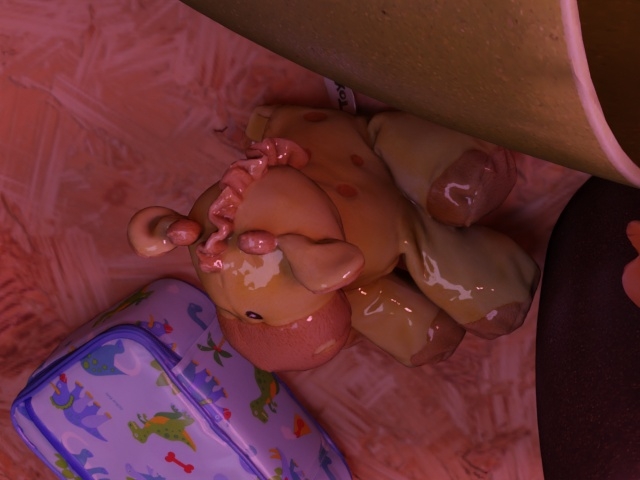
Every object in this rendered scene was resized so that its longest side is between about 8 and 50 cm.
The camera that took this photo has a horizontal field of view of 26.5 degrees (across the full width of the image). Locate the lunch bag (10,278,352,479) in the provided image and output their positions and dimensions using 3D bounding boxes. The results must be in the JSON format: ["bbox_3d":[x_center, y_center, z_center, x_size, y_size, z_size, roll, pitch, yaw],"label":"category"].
[{"bbox_3d":[-0.099,0.148,0.955,0.176,0.090,0.219,-30,105,37],"label":"lunch bag"}]

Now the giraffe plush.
[{"bbox_3d":[0.000,0.000,0.747,0.181,0.170,0.210,-24,100,38],"label":"giraffe plush"}]

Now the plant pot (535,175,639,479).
[{"bbox_3d":[0.198,0.091,0.701,0.215,0.230,0.215,11,125,17],"label":"plant pot"}]

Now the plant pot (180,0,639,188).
[{"bbox_3d":[0.036,-0.178,0.602,0.293,0.275,0.274,12,126,34],"label":"plant pot"}]

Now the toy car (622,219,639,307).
[{"bbox_3d":[0.217,0.045,0.526,0.210,0.219,0.238,43,168,-24],"label":"toy car"}]
